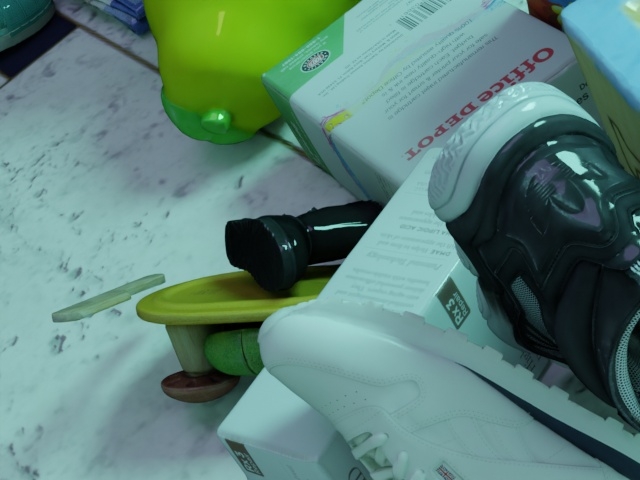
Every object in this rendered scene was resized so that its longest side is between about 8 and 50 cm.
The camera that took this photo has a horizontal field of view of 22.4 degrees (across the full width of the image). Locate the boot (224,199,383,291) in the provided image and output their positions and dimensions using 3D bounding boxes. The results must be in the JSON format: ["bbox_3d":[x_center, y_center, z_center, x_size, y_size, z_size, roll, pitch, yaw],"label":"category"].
[{"bbox_3d":[0.000,0.001,1.027,0.099,0.045,0.121,-7,9,-19],"label":"boot"}]

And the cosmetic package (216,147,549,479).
[{"bbox_3d":[0.056,0.065,0.919,0.085,0.117,0.231,8,52,42],"label":"cosmetic package"}]

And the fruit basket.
[{"bbox_3d":[-0.025,-0.258,1.290,0.392,0.392,0.283,-5,2,30],"label":"fruit basket"}]

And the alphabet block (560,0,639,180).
[{"bbox_3d":[0.269,-0.050,0.840,0.192,0.197,0.193,-28,37,3],"label":"alphabet block"}]

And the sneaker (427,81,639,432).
[{"bbox_3d":[0.150,0.038,0.799,0.101,0.268,0.153,-41,58,0],"label":"sneaker"}]

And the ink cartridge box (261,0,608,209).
[{"bbox_3d":[0.081,-0.090,1.102,0.154,0.093,0.212,-38,36,-9],"label":"ink cartridge box"}]

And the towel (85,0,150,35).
[{"bbox_3d":[-0.167,-0.298,1.566,0.209,0.034,0.285,-39,39,-15],"label":"towel"}]

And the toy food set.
[{"bbox_3d":[-0.046,0.063,1.039,0.218,0.071,0.128,-3,10,22],"label":"toy food set"}]

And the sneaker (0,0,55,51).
[{"bbox_3d":[-0.407,-0.234,1.525,0.302,0.121,0.108,-8,37,-6],"label":"sneaker"}]

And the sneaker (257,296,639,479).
[{"bbox_3d":[0.069,0.108,0.790,0.094,0.235,0.090,-64,4,-16],"label":"sneaker"}]

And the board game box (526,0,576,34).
[{"bbox_3d":[0.210,-0.213,0.979,0.144,0.275,0.142,-40,55,-12],"label":"board game box"}]
